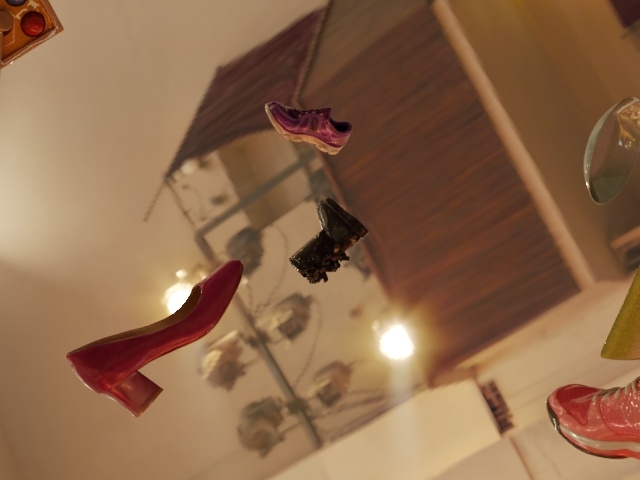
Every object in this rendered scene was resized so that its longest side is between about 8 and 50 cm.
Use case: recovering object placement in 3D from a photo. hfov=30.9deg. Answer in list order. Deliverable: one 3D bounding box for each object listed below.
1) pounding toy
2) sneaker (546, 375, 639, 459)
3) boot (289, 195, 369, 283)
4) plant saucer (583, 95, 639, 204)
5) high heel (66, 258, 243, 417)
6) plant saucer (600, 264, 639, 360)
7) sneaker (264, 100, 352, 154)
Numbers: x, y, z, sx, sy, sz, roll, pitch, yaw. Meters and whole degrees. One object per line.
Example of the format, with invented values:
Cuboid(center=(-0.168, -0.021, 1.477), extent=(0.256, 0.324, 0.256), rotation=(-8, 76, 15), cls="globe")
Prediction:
Cuboid(center=(-0.442, -0.299, 1.614), extent=(0.100, 0.141, 0.130), rotation=(32, 153, 50), cls="pounding toy")
Cuboid(center=(0.431, 0.219, 1.508), extent=(0.116, 0.313, 0.136), rotation=(-16, -70, -36), cls="sneaker")
Cuboid(center=(0.000, 0.000, 1.500), extent=(0.045, 0.099, 0.121), rotation=(49, 175, -33), cls="boot")
Cuboid(center=(0.498, -0.160, 2.003), extent=(0.037, 0.195, 0.195), rotation=(24, -175, 35), cls="plant saucer")
Cuboid(center=(-0.202, 0.094, 1.450), extent=(0.117, 0.244, 0.082), rotation=(42, 166, -14), cls="high heel")
Cuboid(center=(0.459, 0.073, 1.453), extent=(0.188, 0.188, 0.045), rotation=(-12, -136, -29), cls="plant saucer")
Cuboid(center=(-0.019, -0.208, 1.978), extent=(0.169, 0.071, 0.068), rotation=(16, -140, -34), cls="sneaker")
